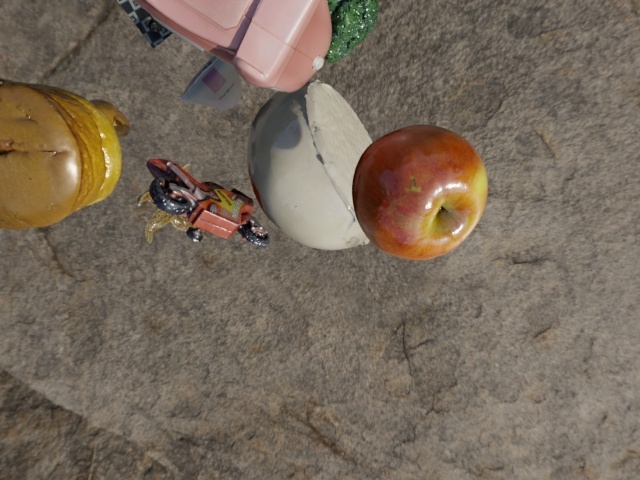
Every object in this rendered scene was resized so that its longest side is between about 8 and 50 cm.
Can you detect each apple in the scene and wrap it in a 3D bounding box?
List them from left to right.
[{"bbox_3d":[0.117,-0.061,0.519,0.164,0.139,0.163,-14,128,-18],"label":"apple"}]

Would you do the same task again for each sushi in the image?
[{"bbox_3d":[-0.470,-0.655,1.176,0.139,0.031,0.201,-36,96,4],"label":"sushi"}]

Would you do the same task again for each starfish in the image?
[{"bbox_3d":[-0.454,-0.104,1.314,0.062,0.236,0.277,13,77,39],"label":"starfish"}]

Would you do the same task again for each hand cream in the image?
[{"bbox_3d":[-0.288,-0.436,1.169,0.185,0.358,0.118,-44,104,5],"label":"hand cream"}]

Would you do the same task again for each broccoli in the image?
[{"bbox_3d":[0.025,-0.653,1.157,0.276,0.308,0.307,9,92,8],"label":"broccoli"}]

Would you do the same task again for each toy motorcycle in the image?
[{"bbox_3d":[-0.242,-0.074,0.941,0.298,0.171,0.089,26,121,-38],"label":"toy motorcycle"}]

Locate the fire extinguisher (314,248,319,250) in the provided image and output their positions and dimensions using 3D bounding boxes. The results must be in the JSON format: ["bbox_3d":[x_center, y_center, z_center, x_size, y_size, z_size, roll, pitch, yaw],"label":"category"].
[{"bbox_3d":[0.000,0.000,1.094,0.049,0.173,0.035,-31,96,1],"label":"fire extinguisher"}]

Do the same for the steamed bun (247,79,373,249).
[{"bbox_3d":[-0.016,-0.148,0.927,0.242,0.374,0.374,-22,90,28],"label":"steamed bun"}]

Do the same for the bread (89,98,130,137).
[{"bbox_3d":[-0.545,-0.314,1.077,0.114,0.189,0.077,18,101,-39],"label":"bread"}]

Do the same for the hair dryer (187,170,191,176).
[{"bbox_3d":[-0.499,-0.153,1.524,0.064,0.117,0.181,1,70,-16],"label":"hair dryer"}]

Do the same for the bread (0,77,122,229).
[{"bbox_3d":[-0.404,-0.115,0.555,0.270,0.142,0.195,6,108,14],"label":"bread"}]

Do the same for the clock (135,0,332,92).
[{"bbox_3d":[-0.085,-0.269,0.460,0.227,0.241,0.142,34,106,-1],"label":"clock"}]
